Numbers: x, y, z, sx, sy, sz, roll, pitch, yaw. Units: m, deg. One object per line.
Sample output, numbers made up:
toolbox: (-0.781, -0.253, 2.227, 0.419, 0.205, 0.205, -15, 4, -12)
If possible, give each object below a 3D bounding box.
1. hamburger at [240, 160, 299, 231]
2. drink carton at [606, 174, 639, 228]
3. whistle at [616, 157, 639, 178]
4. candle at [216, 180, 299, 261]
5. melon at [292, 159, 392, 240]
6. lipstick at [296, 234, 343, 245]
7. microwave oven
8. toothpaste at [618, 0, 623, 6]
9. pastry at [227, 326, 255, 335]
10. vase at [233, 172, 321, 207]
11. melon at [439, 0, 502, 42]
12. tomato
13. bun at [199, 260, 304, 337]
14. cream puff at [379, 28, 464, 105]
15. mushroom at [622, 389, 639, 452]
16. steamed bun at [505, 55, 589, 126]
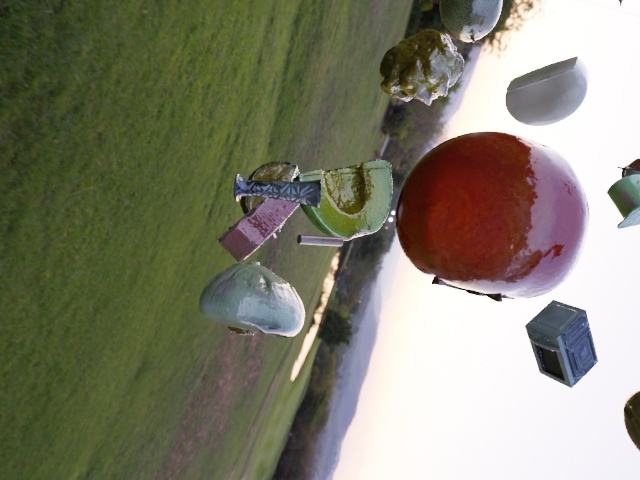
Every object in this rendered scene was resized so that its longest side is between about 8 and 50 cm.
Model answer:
hamburger: (-0.215, -0.182, 1.888, 0.132, 0.211, 0.309, 69, 36, -77)
drink carton: (1.097, -0.143, 1.643, 0.146, 0.144, 0.142, 83, -4, -58)
whistle: (1.310, -0.234, 1.794, 0.142, 0.346, 0.134, 34, 89, -42)
candle: (-0.178, -0.065, 1.540, 0.287, 0.131, 0.317, -41, -170, 13)
melon: (0.045, -0.084, 1.102, 0.129, 0.265, 0.169, -13, -89, 56)
lipstick: (0.000, 0.000, 0.866, 0.019, 0.094, 0.019, -8, -99, 55)
microwave oven: (0.740, 0.312, 1.431, 0.162, 0.122, 0.208, -34, 114, -18)
toothpaste: (0.709, -0.644, 1.094, 0.078, 0.047, 0.248, 57, 50, -40)
pastry: (-0.260, 0.266, 1.531, 0.056, 0.140, 0.080, 11, 80, -45)
vase: (-0.083, -0.098, 0.920, 0.059, 0.167, 0.059, -175, -90, -86)
melon: (0.344, -0.543, 1.079, 0.139, 0.139, 0.192, 38, 49, -81)
tomato: (0.302, -0.041, 0.853, 0.293, 0.325, 0.290, 3, 101, -55)
bun: (-0.168, 0.147, 1.224, 0.283, 0.283, 0.179, 79, 25, -74)
cream puff: (0.301, -0.515, 1.412, 0.244, 0.196, 0.244, -36, -137, 42)
mushroom: (0.525, 0.233, 0.589, 0.096, 0.247, 0.108, -85, 163, -57)
steamed bun: (0.737, -0.468, 1.522, 0.146, 0.241, 0.164, -50, 119, -42)
